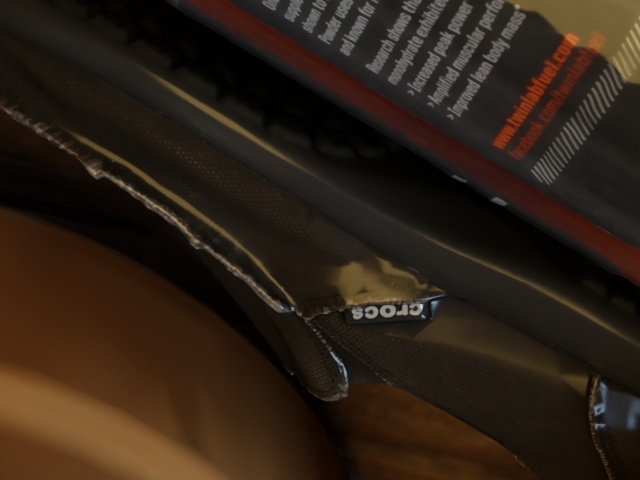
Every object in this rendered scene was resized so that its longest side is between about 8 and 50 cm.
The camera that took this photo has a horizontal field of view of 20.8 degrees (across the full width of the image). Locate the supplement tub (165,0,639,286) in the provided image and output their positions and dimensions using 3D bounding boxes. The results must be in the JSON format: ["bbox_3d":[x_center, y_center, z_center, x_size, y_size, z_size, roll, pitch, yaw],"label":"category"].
[{"bbox_3d":[0.020,-0.078,0.359,0.198,0.106,0.106,31,117,-1],"label":"supplement tub"}]

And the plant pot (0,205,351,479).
[{"bbox_3d":[-0.123,0.160,0.400,0.291,0.203,0.291,-2,124,-3],"label":"plant pot"}]

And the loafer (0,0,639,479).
[{"bbox_3d":[0.000,0.000,0.412,0.220,0.080,0.078,32,119,0],"label":"loafer"}]
